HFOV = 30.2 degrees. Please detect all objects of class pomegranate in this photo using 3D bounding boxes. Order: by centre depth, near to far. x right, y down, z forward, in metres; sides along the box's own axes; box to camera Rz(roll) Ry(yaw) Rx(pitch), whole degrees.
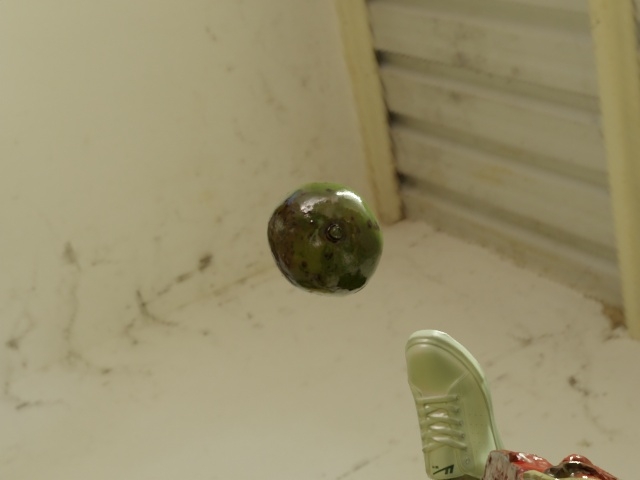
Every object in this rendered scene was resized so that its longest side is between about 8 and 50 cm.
[{"bbox_3d":[-0.003,-0.002,0.722,0.084,0.073,0.073,9,-61,50],"label":"pomegranate"}]

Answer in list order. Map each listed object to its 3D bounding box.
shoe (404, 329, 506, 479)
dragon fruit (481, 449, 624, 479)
[{"bbox_3d":[0.167,0.242,1.484,0.095,0.110,0.265,-11,-62,33],"label":"shoe"},{"bbox_3d":[0.197,0.256,0.766,0.205,0.152,0.317,90,2,-56],"label":"dragon fruit"}]
